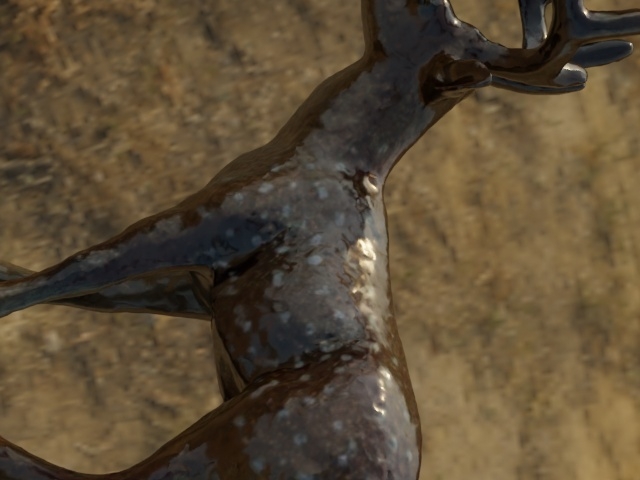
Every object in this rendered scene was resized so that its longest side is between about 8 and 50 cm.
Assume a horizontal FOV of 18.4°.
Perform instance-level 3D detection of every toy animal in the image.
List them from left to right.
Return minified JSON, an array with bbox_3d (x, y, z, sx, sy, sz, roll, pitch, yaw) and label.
[{"bbox_3d":[0.003,0.007,0.654,0.087,0.259,0.244,67,11,-64],"label":"toy animal"}]
